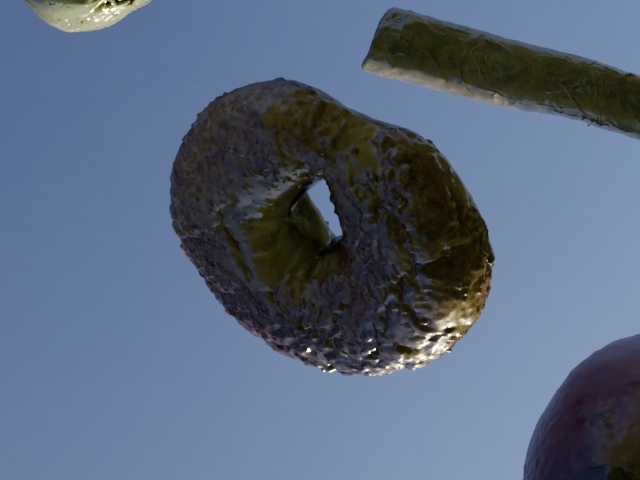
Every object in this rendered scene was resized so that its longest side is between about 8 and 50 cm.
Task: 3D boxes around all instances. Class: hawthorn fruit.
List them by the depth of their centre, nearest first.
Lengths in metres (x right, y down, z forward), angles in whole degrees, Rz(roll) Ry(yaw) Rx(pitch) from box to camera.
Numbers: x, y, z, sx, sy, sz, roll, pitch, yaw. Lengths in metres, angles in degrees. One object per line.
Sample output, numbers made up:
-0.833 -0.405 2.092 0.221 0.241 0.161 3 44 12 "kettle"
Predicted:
0.318 0.225 1.199 0.316 0.316 0.316 0 -90 -47 "hawthorn fruit"

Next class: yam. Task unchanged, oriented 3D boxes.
0.186 -0.135 1.140 0.066 0.299 0.066 16 -90 -83 "yam"

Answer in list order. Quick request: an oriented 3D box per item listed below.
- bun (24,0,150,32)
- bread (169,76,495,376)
-0.221 -0.348 1.422 0.259 0.152 0.259 -27 -49 -36 "bun"
0.000 0.000 0.708 0.064 0.193 0.193 -52 -55 -39 "bread"
